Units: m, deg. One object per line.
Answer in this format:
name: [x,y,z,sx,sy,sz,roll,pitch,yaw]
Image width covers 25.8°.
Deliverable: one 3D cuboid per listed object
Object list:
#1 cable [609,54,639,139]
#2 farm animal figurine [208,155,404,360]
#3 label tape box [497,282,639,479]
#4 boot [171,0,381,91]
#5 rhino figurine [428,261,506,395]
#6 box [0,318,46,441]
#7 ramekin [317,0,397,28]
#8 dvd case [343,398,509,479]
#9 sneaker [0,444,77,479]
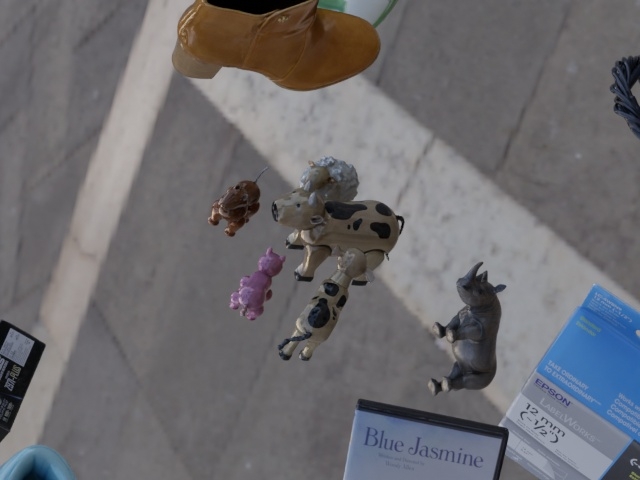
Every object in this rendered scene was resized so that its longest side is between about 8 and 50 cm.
cable: [0.444,-0.182,1.918,0.047,0.150,0.184,-35,46,35]
farm animal figurine: [0.000,0.000,2.150,0.330,0.327,0.172,57,137,25]
label tape box: [0.404,0.246,1.943,0.115,0.249,0.347,-47,-14,-30]
boot: [-0.027,-0.261,1.690,0.211,0.295,0.104,144,116,-65]
rhino figurine: [0.234,0.136,2.168,0.073,0.106,0.243,46,139,51]
box: [-0.477,0.226,1.975,0.147,0.077,0.180,-46,19,35]
ramekin: [-0.001,-0.431,2.037,0.303,0.303,0.148,-54,9,35]
dvd case: [0.112,0.318,1.662,0.022,0.180,0.253,-67,-13,-68]
sneaker: [-0.232,0.322,1.097,0.366,0.135,0.150,-110,30,-41]
